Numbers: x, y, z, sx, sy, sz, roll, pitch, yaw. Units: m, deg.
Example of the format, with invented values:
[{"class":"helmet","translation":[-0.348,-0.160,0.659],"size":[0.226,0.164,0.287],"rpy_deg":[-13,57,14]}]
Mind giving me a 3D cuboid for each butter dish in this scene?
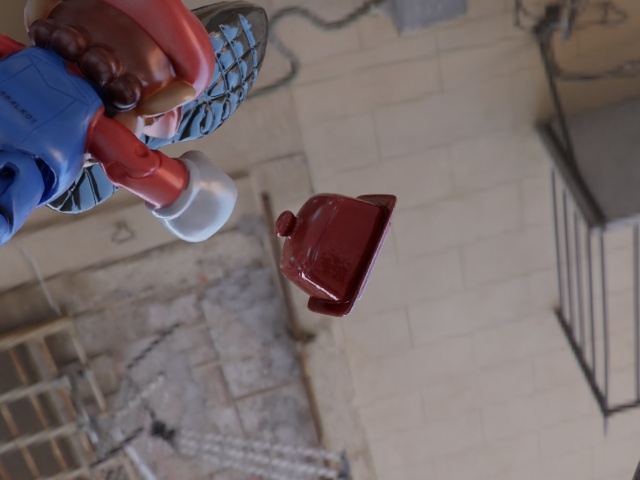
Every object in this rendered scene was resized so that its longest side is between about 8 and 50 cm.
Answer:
[{"class":"butter dish","translation":[0.000,0.000,1.728],"size":[0.160,0.118,0.160],"rpy_deg":[-67,-163,-7]}]

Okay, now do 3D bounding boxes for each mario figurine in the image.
[{"class":"mario figurine","translation":[-0.182,-0.053,0.909],"size":[0.170,0.198,0.320],"rpy_deg":[-10,-157,38]}]

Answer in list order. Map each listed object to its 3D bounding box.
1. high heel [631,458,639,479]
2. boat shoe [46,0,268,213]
[{"class":"high heel","translation":[0.234,0.146,0.908],"size":[0.093,0.186,0.261],"rpy_deg":[25,-112,5]},{"class":"boat shoe","translation":[-0.170,-0.144,1.275],"size":[0.120,0.123,0.324],"rpy_deg":[27,-141,22]}]
